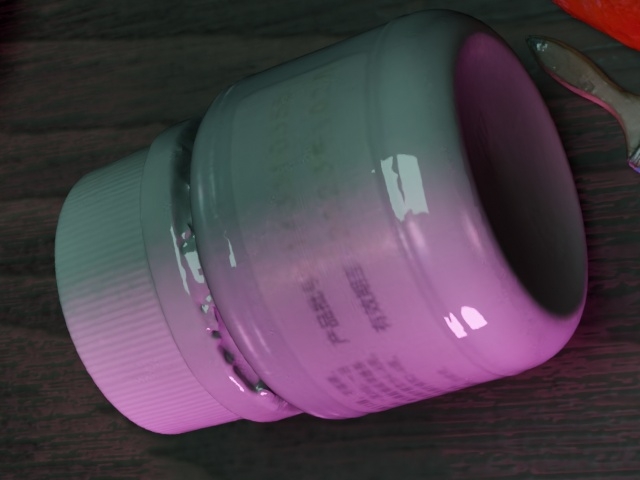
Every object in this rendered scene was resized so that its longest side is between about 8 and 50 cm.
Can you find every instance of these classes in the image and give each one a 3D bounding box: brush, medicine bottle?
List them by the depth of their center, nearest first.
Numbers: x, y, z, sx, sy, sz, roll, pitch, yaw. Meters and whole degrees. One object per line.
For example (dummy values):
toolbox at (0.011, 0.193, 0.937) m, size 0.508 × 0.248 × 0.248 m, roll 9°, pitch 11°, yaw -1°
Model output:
medicine bottle at (0.000, 0.000, 1.127) m, size 0.306 × 0.245 × 0.245 m, roll -18°, pitch 75°, yaw 25°
brush at (0.213, -0.091, 1.151) m, size 0.196 × 0.021 × 0.070 m, roll 40°, pitch 101°, yaw 28°

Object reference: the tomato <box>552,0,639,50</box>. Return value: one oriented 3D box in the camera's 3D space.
tomato at (0.235, -0.240, 1.118) m, size 0.236 × 0.095 × 0.237 m, roll -5°, pitch 80°, yaw 29°
